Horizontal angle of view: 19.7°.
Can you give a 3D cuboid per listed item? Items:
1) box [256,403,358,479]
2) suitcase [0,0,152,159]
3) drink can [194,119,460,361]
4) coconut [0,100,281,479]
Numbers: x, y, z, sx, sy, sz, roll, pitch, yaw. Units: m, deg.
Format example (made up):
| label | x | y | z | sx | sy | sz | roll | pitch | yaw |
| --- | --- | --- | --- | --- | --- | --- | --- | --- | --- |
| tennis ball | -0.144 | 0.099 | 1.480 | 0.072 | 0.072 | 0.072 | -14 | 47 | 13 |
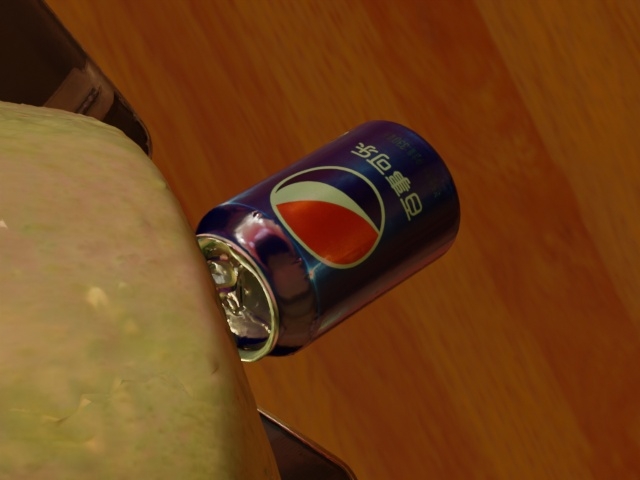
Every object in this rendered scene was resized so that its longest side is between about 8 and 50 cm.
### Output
| label | x | y | z | sx | sy | sz | roll | pitch | yaw |
| --- | --- | --- | --- | --- | --- | --- | --- | --- | --- |
| box | -0.076 | 0.201 | 1.393 | 0.090 | 0.201 | 0.145 | -27 | 139 | -44 |
| suitcase | -0.330 | -0.123 | 1.345 | 0.283 | 0.194 | 0.434 | -49 | 123 | -18 |
| drink can | 0.000 | 0.000 | 1.294 | 0.205 | 0.118 | 0.118 | -33 | 122 | -39 |
| coconut | -0.143 | 0.100 | 0.527 | 0.328 | 0.281 | 0.329 | 3 | 83 | -27 |
